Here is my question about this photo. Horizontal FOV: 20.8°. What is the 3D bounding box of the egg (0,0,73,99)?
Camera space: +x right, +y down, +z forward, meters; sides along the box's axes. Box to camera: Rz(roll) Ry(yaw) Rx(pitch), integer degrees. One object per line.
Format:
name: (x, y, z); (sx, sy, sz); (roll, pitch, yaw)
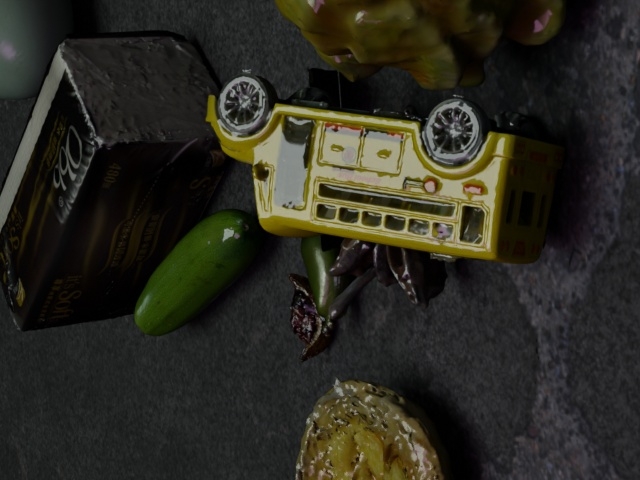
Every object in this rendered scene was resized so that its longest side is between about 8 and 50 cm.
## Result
egg: (-0.466, -0.349, 2.394); (0.371, 0.230, 0.230); (60, 140, 22)

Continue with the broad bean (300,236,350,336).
broad bean: (0.000, 0.000, 1.914); (0.070, 0.048, 0.214); (-25, 71, 56)

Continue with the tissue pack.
tissue pack: (-0.273, -0.069, 2.172); (0.198, 0.210, 0.370); (59, 140, 27)

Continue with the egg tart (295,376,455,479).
egg tart: (0.069, 0.260, 1.818); (0.232, 0.098, 0.252); (-3, 96, 50)

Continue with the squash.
squash: (-0.148, 0.036, 2.111); (0.292, 0.082, 0.082); (-43, 60, 51)

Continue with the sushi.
sushi: (-0.012, 0.083, 1.948); (0.050, 0.047, 0.099); (-19, 81, 53)

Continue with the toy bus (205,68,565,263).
toy bus: (0.050, -0.066, 1.633); (0.330, 0.144, 0.152); (10, 93, 30)

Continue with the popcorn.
popcorn: (0.096, -0.297, 1.545); (0.290, 0.325, 0.321); (57, 179, 27)

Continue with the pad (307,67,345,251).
pad: (0.010, -0.087, 1.848); (0.004, 0.116, 0.193); (-4, 93, 17)

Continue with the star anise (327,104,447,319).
star anise: (0.081, -0.018, 1.754); (0.231, 0.089, 0.209); (-34, 55, 47)
